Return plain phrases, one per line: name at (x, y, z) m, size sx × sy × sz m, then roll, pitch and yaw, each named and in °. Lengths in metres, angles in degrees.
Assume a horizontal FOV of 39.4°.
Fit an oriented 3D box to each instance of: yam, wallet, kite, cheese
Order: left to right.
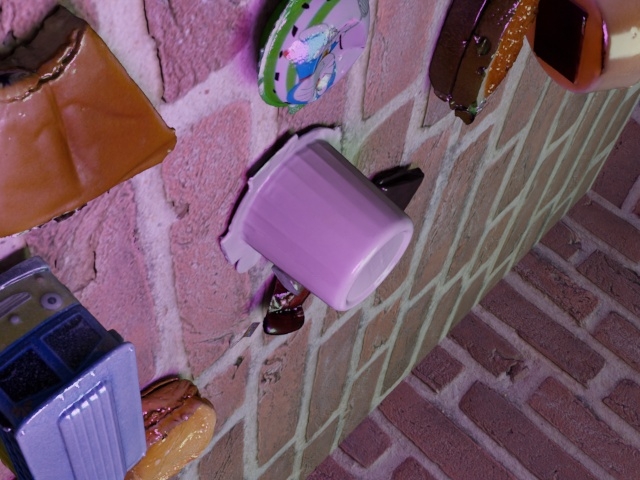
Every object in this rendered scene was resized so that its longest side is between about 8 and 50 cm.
kite at (-0.142, 0.182, 1.702) m, size 0.078 × 0.002 × 0.044 m, roll -48°, pitch 161°, yaw -11°
yam at (-0.012, 0.014, 1.533) m, size 0.169 × 0.068 × 0.068 m, roll -49°, pitch 161°, yaw -22°
cheese at (-0.003, -0.272, 1.057) m, size 0.204 × 0.083 × 0.320 m, roll -40°, pitch 159°, yaw -27°
wallet at (0.107, -0.041, 1.781) m, size 0.182 × 0.049 × 0.229 m, roll -21°, pitch 147°, yaw -55°

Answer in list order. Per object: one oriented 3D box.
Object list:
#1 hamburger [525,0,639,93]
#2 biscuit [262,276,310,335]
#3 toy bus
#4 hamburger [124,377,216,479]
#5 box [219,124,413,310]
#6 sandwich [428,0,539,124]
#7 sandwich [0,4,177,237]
hamburger at (0.495, -0.410, 1.611) m, size 0.170 × 0.302 × 0.302 m, roll -24°, pitch 154°, yaw -14°
biscuit at (-0.027, 0.062, 1.641) m, size 0.235 × 0.063 × 0.151 m, roll -61°, pitch 160°, yaw 7°
toy bus at (-0.315, 0.183, 1.037) m, size 0.152 × 0.190 × 0.312 m, roll -38°, pitch 157°, yaw -29°
hamburger at (-0.273, 0.334, 1.531) m, size 0.214 × 0.108 × 0.214 m, roll -44°, pitch 160°, yaw -21°
box at (0.000, 0.000, 1.375) m, size 0.262 × 0.206 × 0.291 m, roll -19°, pitch 144°, yaw -57°
sandwich at (0.287, -0.361, 1.515) m, size 0.212 × 0.109 × 0.292 m, roll -50°, pitch 164°, yaw -21°
sandwich at (-0.228, -0.126, 0.859) m, size 0.245 × 0.063 × 0.212 m, roll -35°, pitch 154°, yaw -40°
